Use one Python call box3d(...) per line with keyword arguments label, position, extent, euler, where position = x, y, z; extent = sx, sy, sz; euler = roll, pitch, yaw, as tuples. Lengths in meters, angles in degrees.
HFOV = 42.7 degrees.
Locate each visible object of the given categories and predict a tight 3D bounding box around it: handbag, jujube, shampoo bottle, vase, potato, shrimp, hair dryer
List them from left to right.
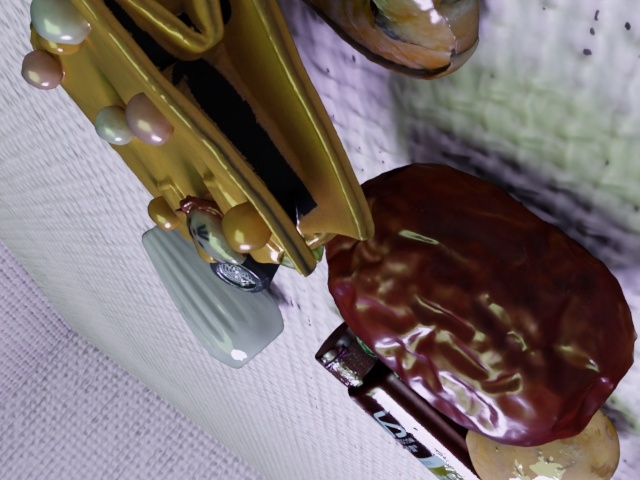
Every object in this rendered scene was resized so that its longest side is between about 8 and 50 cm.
box3d(label="handbag", position=(-0.117, -0.103, 0.659), extent=(0.283, 0.133, 0.401), euler=(55, 165, -16))
box3d(label="vase", position=(-0.167, 0.069, 1.229), extent=(0.248, 0.128, 0.128), euler=(50, 159, 1))
box3d(label="shrimp", position=(-0.005, -0.211, 0.489), extent=(0.178, 0.075, 0.289), euler=(21, 165, 45))
box3d(label="hair dryer", position=(0.000, 0.000, 0.843), extent=(0.219, 0.124, 0.071), euler=(8, 148, 26))
box3d(label="shampoo bottle", position=(0.133, 0.242, 1.114), extent=(0.323, 0.084, 0.129), euler=(43, 156, -7))
box3d(label="jujube", position=(0.118, 0.045, 0.638), extent=(0.250, 0.174, 0.174), euler=(36, 159, 29))
box3d(label="potato", position=(0.235, 0.218, 0.869), extent=(0.109, 0.118, 0.178), euler=(12, 157, -29))

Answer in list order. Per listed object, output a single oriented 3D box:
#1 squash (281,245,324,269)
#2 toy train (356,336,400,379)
box3d(label="squash", position=(-0.100, -0.038, 0.975), extent=(0.252, 0.066, 0.066), euler=(33, 158, 20))
box3d(label="toy train", position=(0.132, 0.099, 0.832), extent=(0.251, 0.085, 0.119), euler=(29, 131, 38))
